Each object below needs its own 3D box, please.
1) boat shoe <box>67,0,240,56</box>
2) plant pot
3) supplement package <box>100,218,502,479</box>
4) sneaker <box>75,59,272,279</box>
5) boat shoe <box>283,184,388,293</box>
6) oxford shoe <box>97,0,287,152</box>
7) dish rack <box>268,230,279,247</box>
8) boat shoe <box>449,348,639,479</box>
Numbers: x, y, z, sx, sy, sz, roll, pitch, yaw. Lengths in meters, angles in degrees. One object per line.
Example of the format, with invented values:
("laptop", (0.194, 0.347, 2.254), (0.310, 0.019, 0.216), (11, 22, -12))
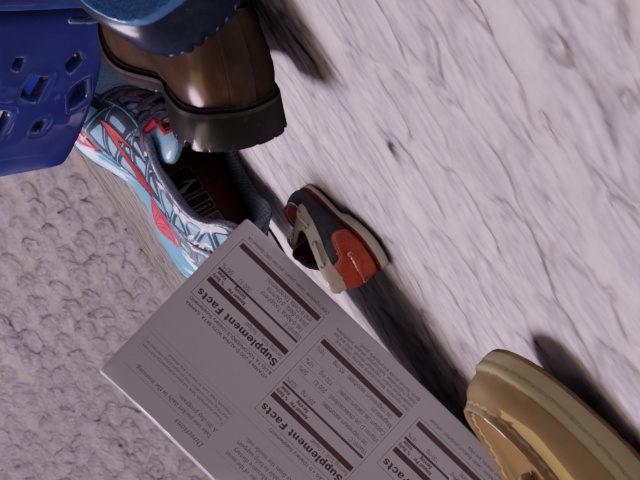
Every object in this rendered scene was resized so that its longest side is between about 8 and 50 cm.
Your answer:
("boat shoe", (-0.084, -0.168, 0.660), (0.089, 0.109, 0.258), (54, -170, -47))
("plant pot", (-0.293, -0.194, 1.035), (0.236, 0.236, 0.212), (52, 126, 20))
("supplement package", (-0.011, 0.135, 1.001), (0.262, 0.145, 0.204), (44, 172, 1))
("sneaker", (-0.124, -0.087, 1.154), (0.262, 0.104, 0.125), (50, 153, 5))
("boat shoe", (0.000, 0.000, 0.933), (0.049, 0.043, 0.137), (57, 172, -27))
("oxford shoe", (-0.080, -0.133, 0.810), (0.227, 0.083, 0.096), (39, 143, 57))
("dish rack", (-0.159, -0.071, 1.388), (0.333, 0.072, 0.285), (55, 171, 6))
("boat shoe", (0.151, 0.186, 0.699), (0.285, 0.089, 0.104), (55, 171, -3))
